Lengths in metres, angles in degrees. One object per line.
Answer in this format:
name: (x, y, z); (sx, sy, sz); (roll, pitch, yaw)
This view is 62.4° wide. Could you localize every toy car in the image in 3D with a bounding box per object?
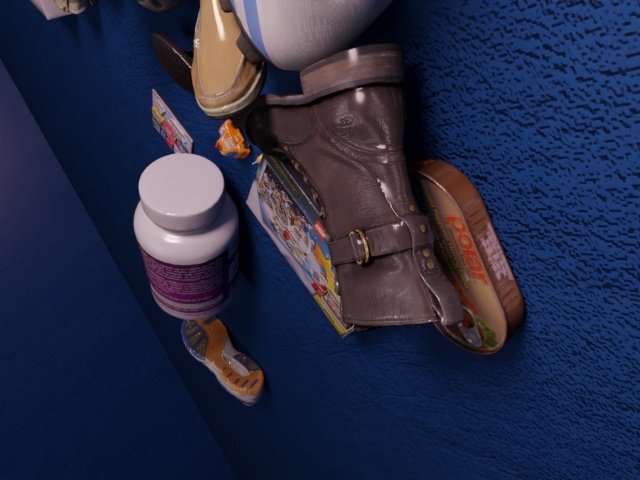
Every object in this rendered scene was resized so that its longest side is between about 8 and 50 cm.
toy car: (-0.106, -0.132, 0.706); (0.122, 0.041, 0.060); (14, 130, 55)

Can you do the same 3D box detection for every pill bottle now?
pill bottle: (-0.222, -0.001, 0.902); (0.169, 0.169, 0.301); (47, 152, 22)

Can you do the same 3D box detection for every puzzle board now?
puzzle board: (-0.269, -0.196, 0.953); (0.128, 0.011, 0.096); (52, 153, 12)

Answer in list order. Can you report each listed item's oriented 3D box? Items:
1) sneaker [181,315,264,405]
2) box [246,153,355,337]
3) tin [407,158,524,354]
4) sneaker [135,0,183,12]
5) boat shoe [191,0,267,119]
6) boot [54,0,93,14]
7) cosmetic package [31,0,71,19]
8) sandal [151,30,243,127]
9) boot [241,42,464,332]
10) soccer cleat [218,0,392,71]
sneaker: (-0.258, 0.309, 1.358); (0.296, 0.112, 0.131); (43, 150, 30)
box: (0.000, 0.000, 0.659); (0.233, 0.044, 0.159); (54, 153, 9)
tin: (0.119, 0.015, 0.482); (0.106, 0.040, 0.189); (-1, 117, 65)
sneaker: (-0.226, -0.401, 0.600); (0.106, 0.101, 0.267); (-112, 0, -60)
boat shoe: (-0.089, -0.193, 0.477); (0.072, 0.068, 0.189); (73, -170, -54)
boot: (-0.403, -0.437, 0.855); (0.213, 0.077, 0.165); (53, 153, 22)
cosmetic package: (-0.533, -0.548, 0.977); (0.099, 0.060, 0.239); (44, 150, 23)
sandal: (-0.153, -0.219, 0.708); (0.179, 0.040, 0.067); (38, 156, 7)
boot: (0.012, -0.029, 0.479); (0.263, 0.091, 0.228); (-4, 98, 65)
soccer cleat: (-0.052, -0.292, 0.384); (0.143, 0.116, 0.331); (-14, 112, 44)
